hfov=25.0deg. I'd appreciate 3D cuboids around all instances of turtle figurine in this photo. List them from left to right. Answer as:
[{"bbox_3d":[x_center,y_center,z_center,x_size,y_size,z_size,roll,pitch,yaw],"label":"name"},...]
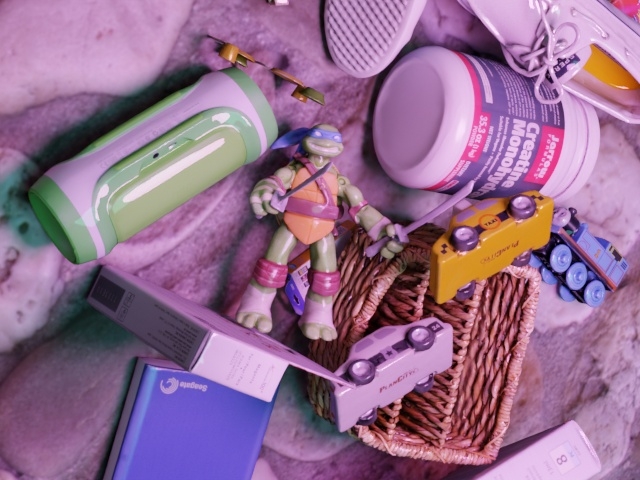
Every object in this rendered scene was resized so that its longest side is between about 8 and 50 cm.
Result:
[{"bbox_3d":[0.000,0.000,1.809,0.197,0.274,0.266,-4,113,-51],"label":"turtle figurine"}]

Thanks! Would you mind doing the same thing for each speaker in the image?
[{"bbox_3d":[-0.200,-0.093,1.750,0.296,0.131,0.131,-34,121,-19],"label":"speaker"}]

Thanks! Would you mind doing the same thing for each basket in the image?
[{"bbox_3d":[0.131,0.141,1.954,0.213,0.223,0.299,0,110,-43],"label":"basket"}]

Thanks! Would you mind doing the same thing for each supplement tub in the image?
[{"bbox_3d":[0.225,-0.149,1.964,0.272,0.191,0.191,8,101,-34],"label":"supplement tub"}]

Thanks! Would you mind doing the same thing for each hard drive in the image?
[{"bbox_3d":[-0.191,0.324,1.944,0.210,0.040,0.319,12,99,-35],"label":"hard drive"}]

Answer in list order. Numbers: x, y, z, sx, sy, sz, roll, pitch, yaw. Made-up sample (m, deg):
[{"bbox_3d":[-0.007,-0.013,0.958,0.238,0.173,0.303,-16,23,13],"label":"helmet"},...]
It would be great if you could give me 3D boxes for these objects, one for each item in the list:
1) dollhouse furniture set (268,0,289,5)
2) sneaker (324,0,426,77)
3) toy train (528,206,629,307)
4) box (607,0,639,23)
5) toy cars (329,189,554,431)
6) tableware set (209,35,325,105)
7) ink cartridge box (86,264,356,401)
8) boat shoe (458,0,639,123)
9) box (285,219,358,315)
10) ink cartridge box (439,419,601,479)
[{"bbox_3d":[-0.012,-0.342,1.798,0.081,0.114,0.091,-26,116,-28],"label":"dollhouse furniture set"},{"bbox_3d":[0.120,-0.385,1.861,0.150,0.135,0.366,-15,129,-55],"label":"sneaker"},{"bbox_3d":[0.387,0.025,2.198,0.184,0.080,0.105,42,72,-33],"label":"toy train"},{"bbox_3d":[0.454,-0.357,2.083,0.257,0.122,0.128,-47,125,-11],"label":"box"},{"bbox_3d":[0.138,0.076,1.838,0.394,0.087,0.176,-53,143,10],"label":"toy cars"},{"bbox_3d":[-0.067,-0.208,1.810,0.154,0.104,0.024,26,92,-35],"label":"tableware set"},{"bbox_3d":[-0.126,0.127,1.777,0.239,0.275,0.060,27,89,-38],"label":"ink cartridge box"},{"bbox_3d":[0.310,-0.253,1.893,0.367,0.136,0.156,30,47,-27],"label":"boat shoe"},{"bbox_3d":[0.007,0.043,1.988,0.136,0.028,0.081,-35,122,-16],"label":"box"},{"bbox_3d":[0.172,0.401,2.045,0.385,0.308,0.091,-28,84,-23],"label":"ink cartridge box"}]
